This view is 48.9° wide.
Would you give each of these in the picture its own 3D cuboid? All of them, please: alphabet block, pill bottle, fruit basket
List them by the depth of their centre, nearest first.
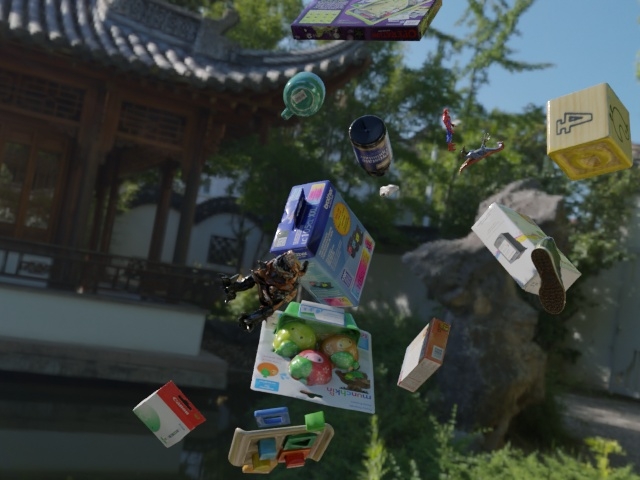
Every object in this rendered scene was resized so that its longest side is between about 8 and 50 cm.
[{"bbox_3d":[-0.010,0.311,1.917,0.326,0.166,0.353,13,23,-4],"label":"fruit basket"},{"bbox_3d":[0.805,-0.321,2.112,0.193,0.197,0.192,-16,-33,41],"label":"alphabet block"},{"bbox_3d":[0.171,-0.303,2.310,0.122,0.123,0.219,8,-23,18],"label":"pill bottle"}]

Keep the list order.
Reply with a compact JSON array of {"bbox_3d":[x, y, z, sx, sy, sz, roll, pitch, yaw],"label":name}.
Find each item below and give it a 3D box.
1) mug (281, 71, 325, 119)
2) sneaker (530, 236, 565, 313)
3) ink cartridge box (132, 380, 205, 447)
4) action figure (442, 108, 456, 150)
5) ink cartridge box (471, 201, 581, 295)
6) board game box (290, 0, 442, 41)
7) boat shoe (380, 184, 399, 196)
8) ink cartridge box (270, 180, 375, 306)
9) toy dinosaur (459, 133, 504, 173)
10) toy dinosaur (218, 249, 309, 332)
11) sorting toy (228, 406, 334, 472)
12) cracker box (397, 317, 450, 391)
[{"bbox_3d":[-0.054,-0.443,2.216,0.129,0.158,0.097,10,25,1],"label":"mug"},{"bbox_3d":[0.564,0.078,1.712,0.064,0.192,0.086,-3,30,36],"label":"sneaker"},{"bbox_3d":[-0.509,0.588,2.364,0.224,0.181,0.056,-37,5,42],"label":"ink cartridge box"},{"bbox_3d":[0.330,-0.286,1.800,0.030,0.038,0.115,-6,-51,21],"label":"action figure"},{"bbox_3d":[0.679,0.034,2.330,0.226,0.131,0.306,16,30,-41],"label":"ink cartridge box"},{"bbox_3d":[0.120,-0.582,1.818,0.346,0.208,0.056,8,-42,24],"label":"board game box"},{"bbox_3d":[0.236,-0.169,2.428,0.035,0.035,0.100,14,-10,-28],"label":"boat shoe"},{"bbox_3d":[0.000,0.000,2.225,0.151,0.270,0.395,-8,-40,34],"label":"ink cartridge box"},{"bbox_3d":[0.327,-0.177,1.420,0.082,0.090,0.047,9,23,15],"label":"toy dinosaur"},{"bbox_3d":[-0.128,0.134,1.829,0.218,0.322,0.164,-26,52,-20],"label":"toy dinosaur"},{"bbox_3d":[-0.082,0.430,1.434,0.195,0.047,0.348,1,-36,-13],"label":"sorting toy"},{"bbox_3d":[0.338,0.378,2.307,0.067,0.156,0.232,24,-38,-3],"label":"cracker box"}]
